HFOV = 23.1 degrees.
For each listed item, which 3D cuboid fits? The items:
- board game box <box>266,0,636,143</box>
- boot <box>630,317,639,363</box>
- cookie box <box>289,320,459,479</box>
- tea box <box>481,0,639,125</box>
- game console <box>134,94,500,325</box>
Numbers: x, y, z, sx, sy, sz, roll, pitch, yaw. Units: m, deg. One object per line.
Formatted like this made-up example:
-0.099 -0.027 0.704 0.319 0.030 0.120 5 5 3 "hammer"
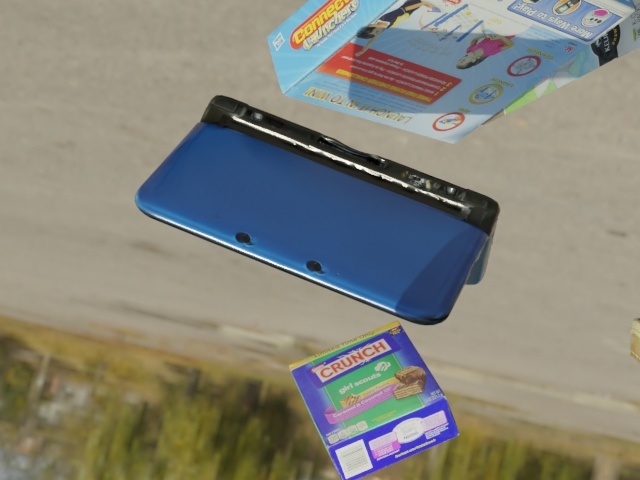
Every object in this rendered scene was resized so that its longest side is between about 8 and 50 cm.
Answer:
0.151 -0.251 1.807 0.308 0.086 0.302 12 143 -44 "board game box"
0.320 0.183 1.379 0.095 0.203 0.262 11 -173 -11 "boot"
0.037 0.114 1.122 0.092 0.040 0.107 -23 -148 -5 "cookie box"
0.230 -0.348 2.185 0.323 0.220 0.329 -29 -149 -23 "tea box"
0.000 0.000 1.452 0.293 0.173 0.250 22 159 10 "game console"
